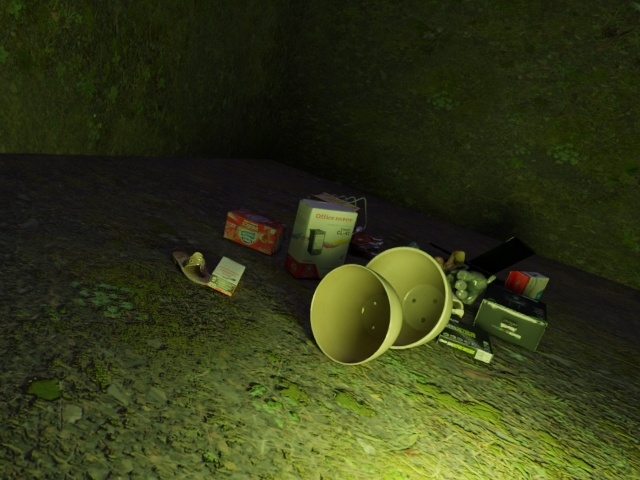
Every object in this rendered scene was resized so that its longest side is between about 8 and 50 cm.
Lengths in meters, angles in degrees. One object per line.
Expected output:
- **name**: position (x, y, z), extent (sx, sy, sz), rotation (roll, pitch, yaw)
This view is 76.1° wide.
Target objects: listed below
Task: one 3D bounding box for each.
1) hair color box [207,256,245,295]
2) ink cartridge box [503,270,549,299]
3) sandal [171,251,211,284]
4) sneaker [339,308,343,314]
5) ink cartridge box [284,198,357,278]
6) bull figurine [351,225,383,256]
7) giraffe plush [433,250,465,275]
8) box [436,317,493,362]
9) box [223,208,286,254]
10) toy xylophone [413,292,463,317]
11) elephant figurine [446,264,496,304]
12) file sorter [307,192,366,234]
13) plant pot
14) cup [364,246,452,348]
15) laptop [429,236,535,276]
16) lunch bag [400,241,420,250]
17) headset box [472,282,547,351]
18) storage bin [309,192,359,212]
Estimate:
- **hair color box**: position (-0.332, 0.124, 1.451), extent (0.093, 0.053, 0.167), rotation (27, 15, -8)
- **ink cartridge box**: position (1.091, 0.239, 2.177), extent (0.231, 0.134, 0.078), rotation (5, 21, -29)
- **sandal**: position (-0.462, 0.074, 1.477), extent (0.240, 0.079, 0.088), rotation (29, 22, 37)
- **sneaker**: position (0.059, 0.215, 1.451), extent (0.084, 0.097, 0.235), rotation (12, 18, -13)
- **ink cartridge box**: position (0.000, 0.000, 1.712), extent (0.226, 0.306, 0.131), rotation (4, 20, -30)
- **bull figurine**: position (0.240, 0.004, 2.238), extent (0.188, 0.101, 0.310), rotation (17, 17, 2)
- **giraffe plush**: position (0.638, 0.145, 2.105), extent (0.170, 0.181, 0.210), rotation (7, 52, 6)
- **box**: position (0.525, 0.356, 1.501), extent (0.190, 0.045, 0.184), rotation (20, 20, 12)
- **box**: position (-0.301, -0.043, 1.885), extent (0.256, 0.128, 0.122), rotation (21, 18, 15)
- **toy xylophone**: position (0.452, 0.250, 1.699), extent (0.322, 0.081, 0.236), rotation (15, 18, -2)
- **elephant figurine**: position (0.640, 0.186, 1.892), extent (0.186, 0.169, 0.239), rotation (24, 2, -11)
- **file sorter**: position (0.091, -0.147, 2.218), extent (0.277, 0.193, 0.173), rotation (12, 25, 38)
- **plant pot**: position (0.137, 0.227, 1.241), extent (0.284, 0.284, 0.191), rotation (31, 9, 40)
- **cup**: position (0.313, 0.212, 1.401), extent (0.331, 0.331, 0.237), rotation (31, 2, 41)
- **laptop**: position (0.909, 0.046, 2.300), extent (0.382, 0.236, 0.408), rotation (21, 9, -46)
- **lunch bag**: position (0.402, 0.086, 2.032), extent (0.176, 0.090, 0.219), rotation (-27, -1, 24)
- **headset box**: position (0.793, 0.313, 1.711), extent (0.246, 0.131, 0.283), rotation (23, 19, 24)
- **storage bin**: position (0.046, -0.075, 2.052), extent (0.260, 0.262, 0.123), rotation (28, 22, 34)
